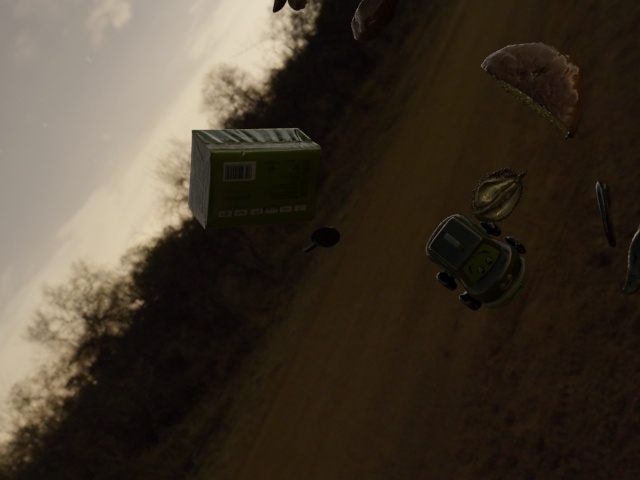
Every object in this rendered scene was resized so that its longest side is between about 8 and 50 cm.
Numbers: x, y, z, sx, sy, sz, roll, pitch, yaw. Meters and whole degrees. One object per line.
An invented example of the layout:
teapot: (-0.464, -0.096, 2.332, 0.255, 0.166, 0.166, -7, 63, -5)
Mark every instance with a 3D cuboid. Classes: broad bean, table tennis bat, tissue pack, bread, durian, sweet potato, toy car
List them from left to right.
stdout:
tissue pack: (-0.159, -0.150, 1.713, 0.167, 0.275, 0.200, 45, 134, 51)
table tennis bat: (0.000, 0.000, 1.325, 0.083, 0.050, 0.007, -36, 32, 36)
sweet potato: (0.147, -0.594, 1.829, 0.097, 0.097, 0.251, -59, 3, -24)
toy car: (0.358, 0.037, 1.727, 0.204, 0.198, 0.248, -52, 52, 6)
durian: (0.358, -0.105, 1.474, 0.140, 0.110, 0.071, -43, 37, 8)
bread: (0.478, -0.337, 1.530, 0.134, 0.260, 0.129, -48, -23, 15)
table tennis bat: (0.644, -0.075, 1.632, 0.027, 0.150, 0.236, -13, 19, 25)
broad bean: (0.896, -0.010, 1.962, 0.061, 0.077, 0.338, 7, -73, -64)

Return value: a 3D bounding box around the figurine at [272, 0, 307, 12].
figurine: (-0.169, -0.752, 2.040, 0.173, 0.247, 0.177, -26, 32, 18)
